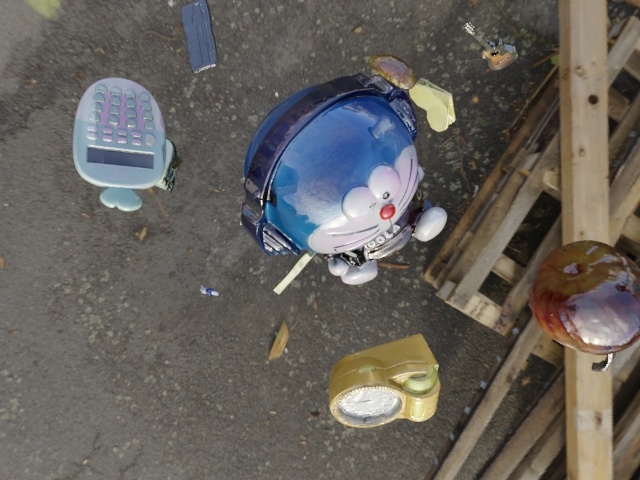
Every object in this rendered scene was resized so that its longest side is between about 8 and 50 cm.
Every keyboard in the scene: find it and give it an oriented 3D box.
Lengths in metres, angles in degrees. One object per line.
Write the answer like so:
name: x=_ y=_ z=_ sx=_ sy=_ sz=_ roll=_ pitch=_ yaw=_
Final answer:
keyboard: x=-0.399 y=-0.677 z=1.339 sx=0.106 sy=0.016 sz=0.262 roll=-15 pitch=78 yaw=12

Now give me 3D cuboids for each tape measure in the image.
tape measure: x=-0.656 y=-0.323 z=1.638 sx=0.235 sy=0.115 sz=0.207 roll=23 pitch=71 yaw=7

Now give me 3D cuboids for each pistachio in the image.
pistachio: x=0.227 y=-0.532 z=1.242 sx=0.173 sy=0.049 sz=0.089 roll=44 pitch=61 yaw=13

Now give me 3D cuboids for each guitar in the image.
guitar: x=0.509 y=-0.598 z=1.237 sx=0.233 sy=0.088 sz=0.025 roll=18 pitch=67 yaw=-33

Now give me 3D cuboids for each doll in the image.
doll: x=0.033 y=-0.081 z=0.586 sx=0.284 sy=0.310 sz=0.240 roll=-48 pitch=59 yaw=6

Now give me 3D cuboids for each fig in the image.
fig: x=0.397 y=0.102 z=0.580 sx=0.148 sy=0.149 sz=0.202 roll=-41 pitch=76 yaw=34

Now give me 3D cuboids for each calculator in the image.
calculator: x=-0.441 y=-0.213 z=0.899 sx=0.185 sy=0.041 sz=0.299 roll=0 pitch=86 yaw=-29

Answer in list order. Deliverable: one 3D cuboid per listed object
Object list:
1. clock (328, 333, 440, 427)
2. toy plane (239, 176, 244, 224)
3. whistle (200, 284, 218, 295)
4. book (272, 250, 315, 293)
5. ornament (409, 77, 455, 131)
clock: x=0.179 y=0.432 z=1.209 sx=0.317 sy=0.200 sz=0.244 roll=-9 pitch=125 yaw=-2
toy plane: x=-0.161 y=-0.145 z=1.166 sx=0.192 sy=0.262 sz=0.088 roll=14 pitch=133 yaw=21
whistle: x=-0.417 y=0.190 z=1.522 sx=0.083 sy=0.029 sz=0.033 roll=10 pitch=117 yaw=23
book: x=0.000 y=0.000 z=1.324 sx=0.043 sy=0.260 sz=0.371 roll=41 pitch=49 yaw=-1
ornament: x=0.419 y=-0.500 z=1.465 sx=0.059 sy=0.180 sz=0.201 roll=-43 pitch=101 yaw=-10
